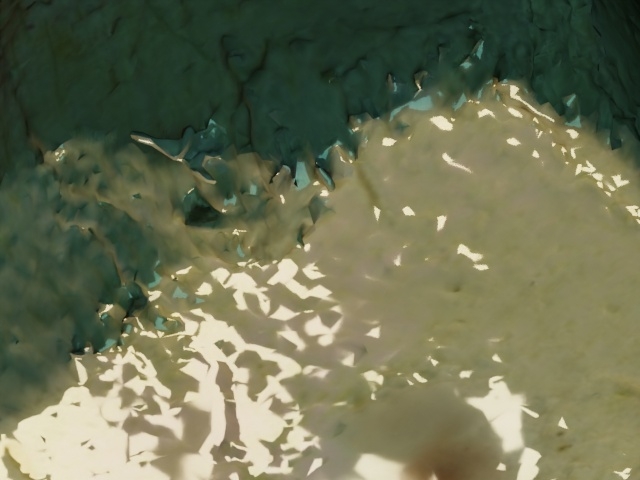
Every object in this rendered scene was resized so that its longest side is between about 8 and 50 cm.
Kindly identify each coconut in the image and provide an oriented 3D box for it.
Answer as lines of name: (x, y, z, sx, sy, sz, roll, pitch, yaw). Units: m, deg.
coconut: (0.000, 0.000, 0.556, 0.297, 0.254, 0.297, -4, 128, -5)
